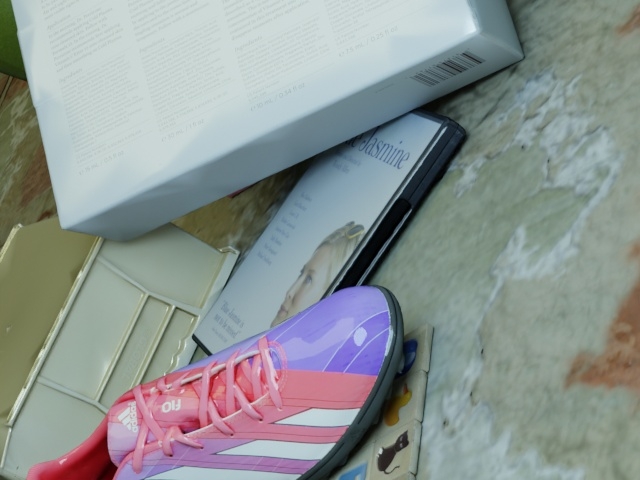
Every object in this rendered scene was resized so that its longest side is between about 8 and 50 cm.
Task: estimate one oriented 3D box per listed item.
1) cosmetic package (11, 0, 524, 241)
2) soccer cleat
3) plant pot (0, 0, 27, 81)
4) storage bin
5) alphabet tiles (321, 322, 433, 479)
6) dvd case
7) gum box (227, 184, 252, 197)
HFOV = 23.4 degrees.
[{"bbox_3d":[-0.062,-0.199,1.201,0.377,0.097,0.285,-23,74,25],"label":"cosmetic package"},{"bbox_3d":[-0.074,0.124,1.043,0.318,0.116,0.109,-39,39,34],"label":"soccer cleat"},{"bbox_3d":[-0.299,-0.324,1.732,0.366,0.353,0.366,-48,23,27],"label":"plant pot"},{"bbox_3d":[-0.231,0.106,1.382,0.262,0.123,0.260,-10,52,57],"label":"storage bin"},{"bbox_3d":[0.000,0.157,1.034,0.198,0.009,0.237,-35,32,39],"label":"alphabet tiles"},{"bbox_3d":[0.000,0.000,1.194,0.253,0.022,0.180,-55,23,-1],"label":"dvd case"},{"bbox_3d":[-0.125,-0.137,1.398,0.062,0.188,0.107,-28,37,46],"label":"gum box"}]
